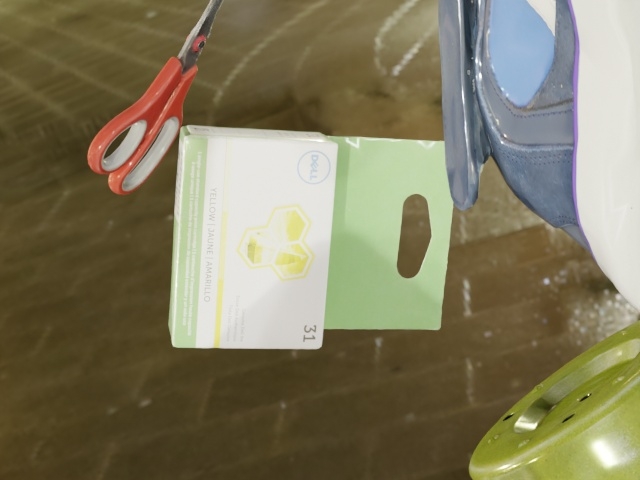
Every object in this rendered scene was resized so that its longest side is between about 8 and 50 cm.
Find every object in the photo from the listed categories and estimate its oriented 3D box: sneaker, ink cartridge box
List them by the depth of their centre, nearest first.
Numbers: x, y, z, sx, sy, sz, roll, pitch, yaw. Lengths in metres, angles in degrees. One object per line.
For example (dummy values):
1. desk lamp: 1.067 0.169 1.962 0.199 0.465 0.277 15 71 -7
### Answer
1. sneaker: 0.101 -0.150 0.415 0.130 0.323 0.236 -11 35 -9
2. ink cartridge box: 0.000 0.000 0.956 0.235 0.171 0.056 2 14 -12

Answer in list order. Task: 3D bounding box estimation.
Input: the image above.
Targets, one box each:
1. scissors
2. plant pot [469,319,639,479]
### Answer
1. scissors: -0.123 -0.172 1.129 0.021 0.109 0.297 36 94 22
2. plant pot: 0.319 0.259 0.995 0.366 0.353 0.366 -36 -1 -1
